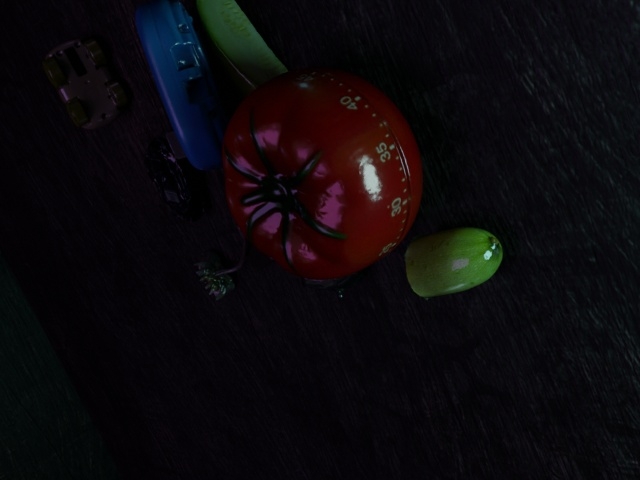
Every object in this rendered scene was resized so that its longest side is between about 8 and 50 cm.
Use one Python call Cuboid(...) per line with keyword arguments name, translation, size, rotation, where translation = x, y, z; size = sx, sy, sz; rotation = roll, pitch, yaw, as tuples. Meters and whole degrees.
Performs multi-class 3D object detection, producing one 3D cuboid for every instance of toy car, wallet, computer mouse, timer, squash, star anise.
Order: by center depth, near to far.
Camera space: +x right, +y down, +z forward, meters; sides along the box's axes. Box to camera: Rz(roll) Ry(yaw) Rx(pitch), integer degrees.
Cuboid(name="squash", translation=(0.247, 0.031, 1.608), size=(0.186, 0.123, 0.123), rotation=(-19, 102, 50))
Cuboid(name="timer", translation=(0.005, -0.124, 1.632), size=(0.378, 0.279, 0.378), rotation=(27, 133, 34))
Cuboid(name="squash", translation=(-0.152, -0.372, 1.763), size=(0.203, 0.111, 0.289), rotation=(13, 128, 43))
Cuboid(name="timer", translation=(-0.256, -0.308, 1.815), size=(0.309, 0.115, 0.340), rotation=(-63, -47, -86))
Cuboid(name="computer mouse", translation=(0.000, 0.000, 1.902), size=(0.147, 0.088, 0.264), rotation=(-11, 108, 36))
Cuboid(name="wallet", translation=(-0.136, 0.017, 2.139), size=(0.082, 0.018, 0.156), rotation=(59, 145, 2))
Cuboid(name="computer mouse", translation=(-0.344, -0.151, 2.207), size=(0.146, 0.077, 0.242), rotation=(17, 132, 43))
Cuboid(name="star anise", translation=(-0.221, 0.037, 2.241), size=(0.227, 0.218, 0.148), rotation=(-28, 58, 23))
Cuboid(name="toy car", translation=(-0.599, -0.391, 2.302), size=(0.235, 0.145, 0.235), rotation=(54, 164, 23))

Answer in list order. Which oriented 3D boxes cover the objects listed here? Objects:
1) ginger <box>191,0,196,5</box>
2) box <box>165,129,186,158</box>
Cuboid(name="ginger", translation=(-0.269, -0.550, 1.831), size=(0.069, 0.051, 0.173), rotation=(-37, 82, 50))
Cuboid(name="box", translation=(-0.296, -0.235, 2.089), size=(0.122, 0.069, 0.084), rotation=(-7, 113, 52))
